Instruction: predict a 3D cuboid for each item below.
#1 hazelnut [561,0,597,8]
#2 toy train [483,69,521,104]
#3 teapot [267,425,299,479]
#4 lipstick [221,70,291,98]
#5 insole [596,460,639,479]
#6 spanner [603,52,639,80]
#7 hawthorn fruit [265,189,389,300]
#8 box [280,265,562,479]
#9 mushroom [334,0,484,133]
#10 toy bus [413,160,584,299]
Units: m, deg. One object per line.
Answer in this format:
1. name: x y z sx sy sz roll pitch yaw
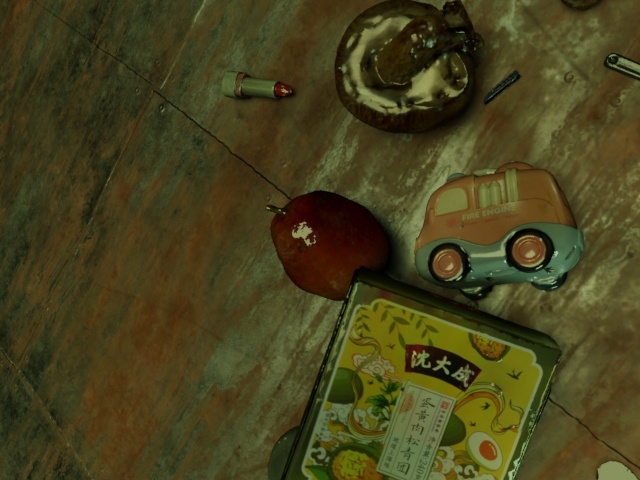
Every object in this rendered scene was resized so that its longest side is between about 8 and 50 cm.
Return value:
1. hazelnut: 0.468 -0.460 1.023 0.086 0.086 0.086 -2 85 29
2. toy train: 0.350 -0.298 1.108 0.083 0.017 0.017 -38 67 21
3. teapot: -0.014 0.485 1.197 0.193 0.129 0.294 21 99 29
4. lipstick: -0.146 -0.368 1.374 0.186 0.057 0.063 14 93 24
5. insole: 0.559 0.468 0.942 0.232 0.003 0.080 46 108 24
6. spanner: 0.585 -0.270 0.976 0.208 0.012 0.046 37 105 26
7. hawthorn fruit: 0.000 0.000 1.146 0.224 0.261 0.224 -32 39 30
8. box: 0.169 0.305 1.021 0.373 0.138 0.420 20 97 4
9. mushroom: 0.179 -0.342 1.105 0.283 0.195 0.263 -21 84 43
10. toy bus: 0.309 -0.024 1.018 0.287 0.194 0.232 -10 74 29
